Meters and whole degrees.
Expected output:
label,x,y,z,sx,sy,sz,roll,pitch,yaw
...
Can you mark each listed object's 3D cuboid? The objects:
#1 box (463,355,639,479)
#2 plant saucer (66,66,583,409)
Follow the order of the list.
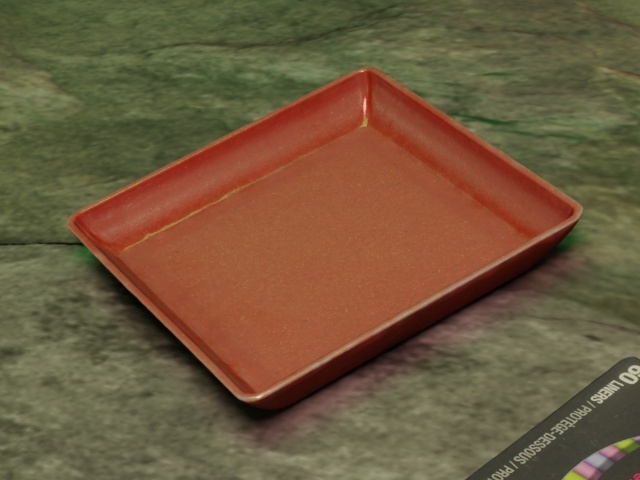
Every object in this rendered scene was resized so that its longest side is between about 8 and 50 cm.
label,x,y,z,sx,sy,sz,roll,pitch,yaw
box,0.191,0.196,0.844,0.165,0.143,0.270,-35,42,-26
plant saucer,0.000,0.000,1.243,0.259,0.048,0.258,-29,39,-19
